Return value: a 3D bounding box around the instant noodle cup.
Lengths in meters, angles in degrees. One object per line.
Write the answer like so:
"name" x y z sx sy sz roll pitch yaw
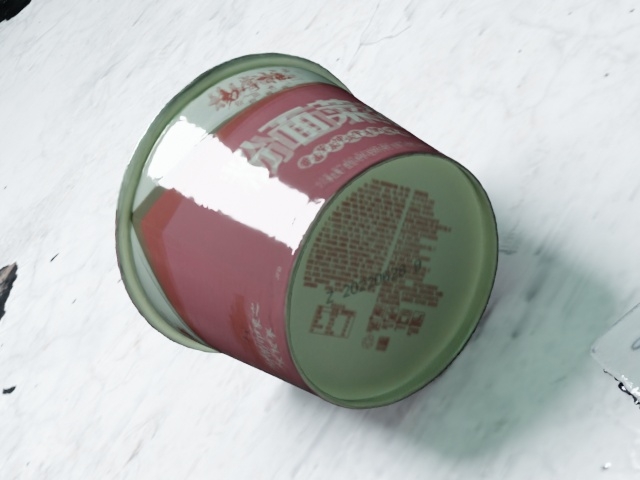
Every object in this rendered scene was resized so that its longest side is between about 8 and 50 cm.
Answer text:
"instant noodle cup" 0.000 0.000 0.925 0.235 0.235 0.178 -50 40 -11

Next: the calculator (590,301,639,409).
"calculator" 0.286 0.017 0.743 0.261 0.021 0.161 -42 30 4
